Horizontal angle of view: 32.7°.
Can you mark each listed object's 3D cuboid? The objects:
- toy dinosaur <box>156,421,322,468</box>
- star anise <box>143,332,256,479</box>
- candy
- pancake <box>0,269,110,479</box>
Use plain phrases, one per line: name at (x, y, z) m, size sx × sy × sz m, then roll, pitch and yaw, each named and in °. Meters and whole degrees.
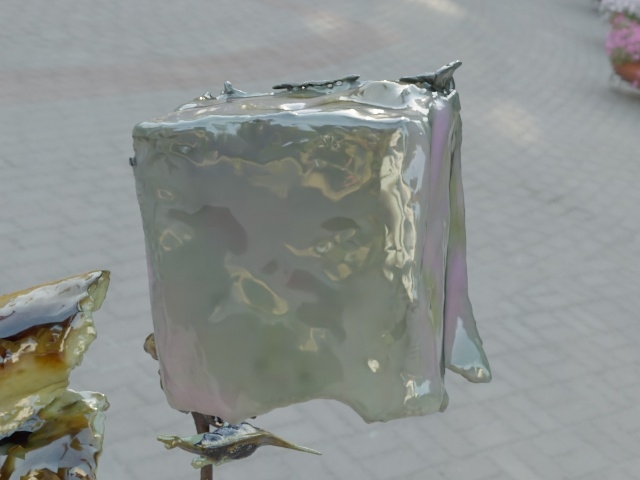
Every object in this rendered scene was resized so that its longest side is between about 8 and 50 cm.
toy dinosaur at (-0.072, 0.158, 0.846) m, size 0.058 × 0.037 × 0.180 m, roll -6°, pitch -6°, yaw 36°
star anise at (-0.089, 0.114, 0.931) m, size 0.073 × 0.177 × 0.233 m, roll -8°, pitch 71°, yaw -41°
candy at (0.000, 0.000, 0.631) m, size 0.185 × 0.195 × 0.137 m, roll 1°, pitch 15°, yaw 16°
pancake at (-0.201, 0.132, 0.483) m, size 0.212 × 0.056 × 0.257 m, roll 0°, pitch 60°, yaw -1°
